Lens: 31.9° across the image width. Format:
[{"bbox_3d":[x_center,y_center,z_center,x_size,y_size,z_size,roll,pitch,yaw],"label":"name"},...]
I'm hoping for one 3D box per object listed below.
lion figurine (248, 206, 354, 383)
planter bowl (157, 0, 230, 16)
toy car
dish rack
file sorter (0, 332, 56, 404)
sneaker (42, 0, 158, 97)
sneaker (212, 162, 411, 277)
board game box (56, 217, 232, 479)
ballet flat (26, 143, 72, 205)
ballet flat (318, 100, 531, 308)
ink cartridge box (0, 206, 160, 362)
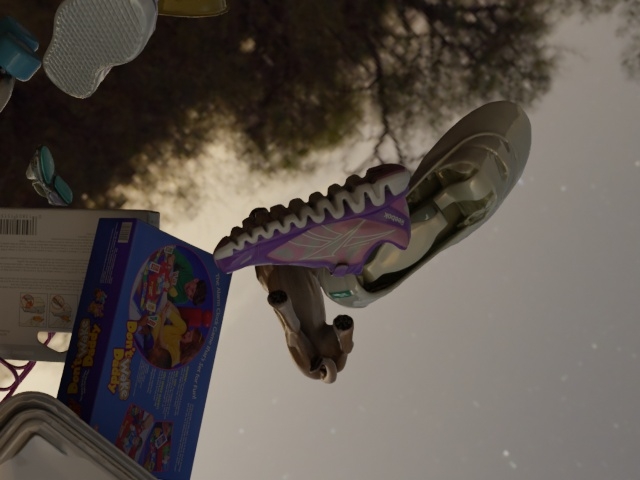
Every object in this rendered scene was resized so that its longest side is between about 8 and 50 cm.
[{"bbox_3d":[-0.026,0.099,1.716,0.142,0.240,0.392,-7,-131,-1],"label":"lion figurine"},{"bbox_3d":[-0.233,-0.399,1.633,0.217,0.217,0.090,-72,174,-66],"label":"planter bowl"},{"bbox_3d":[-0.588,-0.283,1.703,0.219,0.238,0.210,-45,-152,8],"label":"toy car"},{"bbox_3d":[-0.336,0.388,1.425,0.285,0.333,0.072,-52,-163,-14],"label":"dish rack"},{"bbox_3d":[-0.566,0.187,1.814,0.202,0.182,0.291,-49,-170,28],"label":"file sorter"},{"bbox_3d":[-0.242,-0.286,1.345,0.161,0.102,0.282,-57,-161,-24],"label":"sneaker"},{"bbox_3d":[0.000,0.000,1.238,0.236,0.104,0.095,-20,-165,-2],"label":"sneaker"},{"bbox_3d":[-0.256,0.166,1.633,0.078,0.233,0.347,1,-107,34],"label":"board game box"},{"bbox_3d":[-0.353,-0.080,1.428,0.041,0.041,0.114,-48,152,-20],"label":"ballet flat"},{"bbox_3d":[0.170,-0.046,1.553,0.400,0.139,0.139,-41,-169,-11],"label":"ballet flat"},{"bbox_3d":[-0.389,0.069,1.745,0.275,0.239,0.060,1,179,13],"label":"ink cartridge box"}]
